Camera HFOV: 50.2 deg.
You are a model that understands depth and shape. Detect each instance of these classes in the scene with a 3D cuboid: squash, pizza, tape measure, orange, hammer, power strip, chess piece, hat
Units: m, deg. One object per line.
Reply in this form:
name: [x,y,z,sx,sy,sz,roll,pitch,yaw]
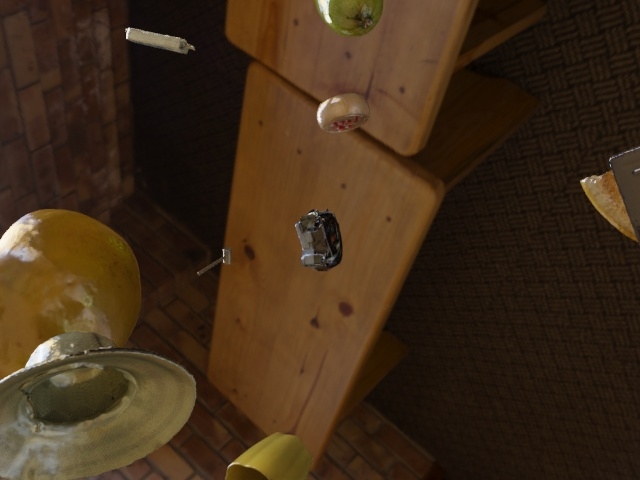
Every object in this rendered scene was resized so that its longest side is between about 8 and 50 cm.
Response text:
squash: [0.051,-0.481,1.338,0.247,0.132,0.132,-103,7,-51]
pizza: [0.534,-0.049,1.044,0.271,0.134,0.056,14,174,12]
tape measure: [0.001,0.001,0.971,0.054,0.094,0.091,-8,96,16]
orange: [-0.400,0.090,1.030,0.235,0.279,0.279,37,149,-20]
hammer: [-0.230,0.052,1.491,0.019,0.110,0.035,16,121,25]
power strip: [-0.392,-0.487,1.670,0.191,0.047,0.030,16,93,13]
chess piece: [0.035,-0.199,1.070,0.083,0.083,0.038,-26,74,54]
hat: [-0.274,0.163,0.776,0.252,0.252,0.110,98,152,-45]

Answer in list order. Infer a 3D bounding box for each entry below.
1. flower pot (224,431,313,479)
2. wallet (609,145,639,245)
flower pot: [-0.121,0.601,1.765,0.195,0.179,0.195,15,121,27]
wallet: [0.464,-0.014,0.857,0.124,0.025,0.244,-20,95,29]
